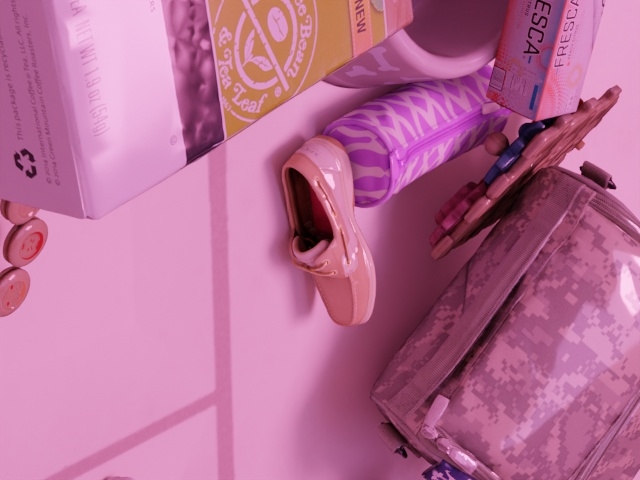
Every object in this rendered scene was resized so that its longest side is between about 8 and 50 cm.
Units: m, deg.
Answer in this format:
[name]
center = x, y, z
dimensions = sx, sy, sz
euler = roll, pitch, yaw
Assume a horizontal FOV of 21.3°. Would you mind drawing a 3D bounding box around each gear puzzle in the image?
[gear puzzle]
center = 0.204, -0.088, 1.615
dimensions = 0.175, 0.044, 0.339
euler = -49, 170, 27

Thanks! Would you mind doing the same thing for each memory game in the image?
[memory game]
center = -0.238, 0.023, 1.081
dimensions = 0.186, 0.012, 0.186
euler = -44, 151, -32

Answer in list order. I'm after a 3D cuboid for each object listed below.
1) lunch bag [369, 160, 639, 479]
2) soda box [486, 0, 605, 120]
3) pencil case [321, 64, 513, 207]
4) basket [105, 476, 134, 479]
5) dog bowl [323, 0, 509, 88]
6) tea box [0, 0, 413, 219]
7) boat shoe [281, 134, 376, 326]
[lunch bag]
center = 0.198, 0.100, 1.551
dimensions = 0.305, 0.212, 0.256
euler = -53, 141, -3
[soda box]
center = 0.197, -0.195, 1.420
dimensions = 0.063, 0.058, 0.183
euler = -16, 127, -45
[pencil case]
center = 0.087, -0.094, 1.475
dimensions = 0.206, 0.088, 0.086
euler = -31, 125, -44
[basket]
center = -0.125, 0.279, 1.294
dimensions = 0.113, 0.103, 0.167
euler = -51, 137, -33
[dog bowl]
center = 0.086, -0.291, 1.395
dimensions = 0.349, 0.102, 0.349
euler = -24, 120, -49
[tea box]
center = -0.132, -0.237, 1.005
dimensions = 0.323, 0.220, 0.329
euler = -38, 130, -42
[boat shoe]
center = 0.000, 0.000, 1.414
dimensions = 0.059, 0.063, 0.170
euler = -32, 117, -42
